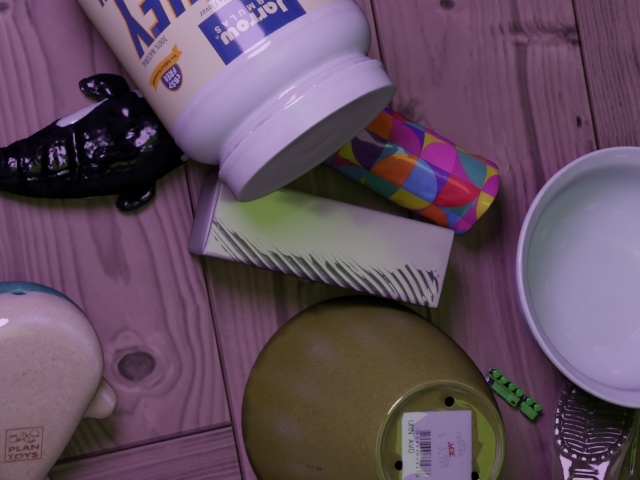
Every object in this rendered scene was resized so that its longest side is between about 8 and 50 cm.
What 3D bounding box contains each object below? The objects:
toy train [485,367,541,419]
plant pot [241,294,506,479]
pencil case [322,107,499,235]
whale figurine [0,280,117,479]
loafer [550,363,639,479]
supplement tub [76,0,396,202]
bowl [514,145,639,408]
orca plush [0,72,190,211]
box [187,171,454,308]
[{"bbox_3d":[0.227,0.182,1.763,0.083,0.017,0.023,39,92,-12],"label":"toy train"},{"bbox_3d":[0.079,0.203,1.580,0.275,0.293,0.274,0,91,-15],"label":"plant pot"},{"bbox_3d":[0.090,-0.092,1.684,0.236,0.104,0.104,28,84,-16],"label":"pencil case"},{"bbox_3d":[-0.326,0.169,1.573,0.216,0.141,0.272,-5,116,-22],"label":"whale figurine"},{"bbox_3d":[0.317,0.265,1.751,0.102,0.092,0.268,10,71,16],"label":"loafer"},{"bbox_3d":[-0.095,-0.226,1.523,0.235,0.235,0.325,-34,82,-12],"label":"supplement tub"},{"bbox_3d":[0.341,0.050,1.718,0.298,0.134,0.298,3,79,-15],"label":"bowl"},{"bbox_3d":[-0.249,-0.109,1.587,0.287,0.102,0.151,2,90,-15],"label":"orca plush"},{"bbox_3d":[0.000,0.000,1.652,0.275,0.113,0.094,13,89,-13],"label":"box"}]
